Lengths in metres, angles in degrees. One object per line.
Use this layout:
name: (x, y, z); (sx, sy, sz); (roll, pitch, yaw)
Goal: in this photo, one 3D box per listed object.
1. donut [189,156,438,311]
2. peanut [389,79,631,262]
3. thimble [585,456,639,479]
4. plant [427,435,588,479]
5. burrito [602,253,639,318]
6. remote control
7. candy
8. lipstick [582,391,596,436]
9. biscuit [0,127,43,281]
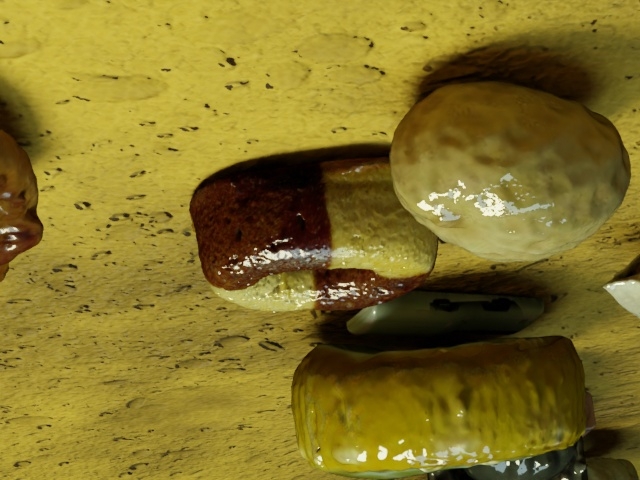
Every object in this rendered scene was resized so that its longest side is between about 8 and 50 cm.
donut: (0.000, 0.000, 1.123); (0.184, 0.073, 0.166); (-1, 160, -8)
peanut: (0.116, -0.042, 0.995); (0.159, 0.109, 0.140); (4, 156, -27)
thimble: (0.239, 0.363, 1.877); (0.291, 0.195, 0.291); (-4, 167, -1)
plant: (0.181, 0.212, 1.604); (0.164, 0.141, 0.256); (-2, 162, -6)
burrito: (0.356, 0.071, 1.382); (0.117, 0.076, 0.392); (-17, 155, 23)
remote control: (0.108, 0.067, 1.370); (0.166, 0.029, 0.065); (4, 155, -23)
candy: (0.103, 0.138, 1.378); (0.260, 0.118, 0.260); (-5, 180, 0)
lipstick: (0.251, 0.203, 1.727); (0.045, 0.045, 0.145); (-2, 159, -14)
biscuit: (-0.339, -0.017, 0.981); (0.334, 0.081, 0.289); (-13, 157, 6)
